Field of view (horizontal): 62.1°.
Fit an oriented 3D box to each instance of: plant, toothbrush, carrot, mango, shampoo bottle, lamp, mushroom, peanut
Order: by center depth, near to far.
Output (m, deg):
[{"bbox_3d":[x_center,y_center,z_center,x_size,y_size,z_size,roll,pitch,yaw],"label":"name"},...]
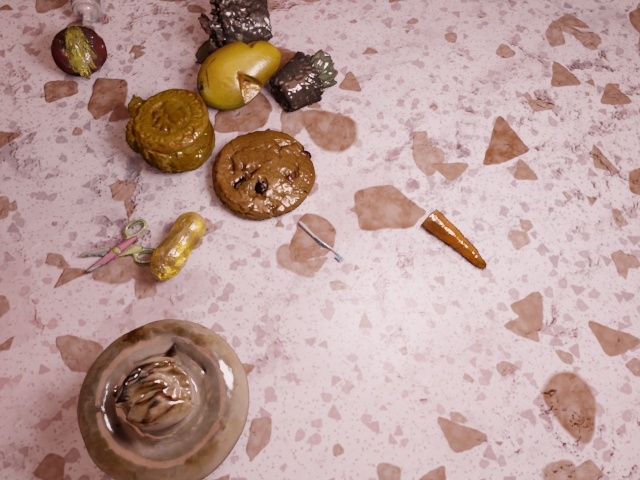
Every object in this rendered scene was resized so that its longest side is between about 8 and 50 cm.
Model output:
[{"bbox_3d":[-0.334,0.342,1.138,0.362,0.294,0.362,2,66,-4],"label":"mushroom"},{"bbox_3d":[-0.372,0.014,1.384,0.087,0.087,0.207,25,67,7],"label":"peanut"},{"bbox_3d":[0.000,0.000,1.450,0.162,0.014,0.017,43,53,14],"label":"toothbrush"},{"bbox_3d":[0.373,0.003,1.452,0.209,0.061,0.061,42,72,8],"label":"carrot"},{"bbox_3d":[-0.237,-0.488,1.551,0.262,0.130,0.167,-40,88,1],"label":"mango"},{"bbox_3d":[-0.716,-0.569,1.572,0.157,0.135,0.156,19,68,7],"label":"lamp"},{"bbox_3d":[-0.046,-0.475,1.579,0.194,0.132,0.129,-35,77,-11],"label":"plant"},{"bbox_3d":[-0.266,-0.650,1.609,0.234,0.204,0.178,-2,65,-11],"label":"plant"},{"bbox_3d":[-0.752,-0.807,1.692,0.092,0.092,0.303,-10,69,-7],"label":"shampoo bottle"}]

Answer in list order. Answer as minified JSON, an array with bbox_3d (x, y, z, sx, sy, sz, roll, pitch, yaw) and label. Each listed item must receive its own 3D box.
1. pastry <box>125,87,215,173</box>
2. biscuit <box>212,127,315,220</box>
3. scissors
[{"bbox_3d":[-0.416,-0.301,1.496,0.235,0.132,0.240,-6,61,3],"label":"pastry"},{"bbox_3d":[-0.158,-0.191,1.485,0.296,0.075,0.296,1,68,-3],"label":"biscuit"},{"bbox_3d":[-0.531,0.028,1.403,0.187,0.020,0.133,-21,75,-13],"label":"scissors"}]
